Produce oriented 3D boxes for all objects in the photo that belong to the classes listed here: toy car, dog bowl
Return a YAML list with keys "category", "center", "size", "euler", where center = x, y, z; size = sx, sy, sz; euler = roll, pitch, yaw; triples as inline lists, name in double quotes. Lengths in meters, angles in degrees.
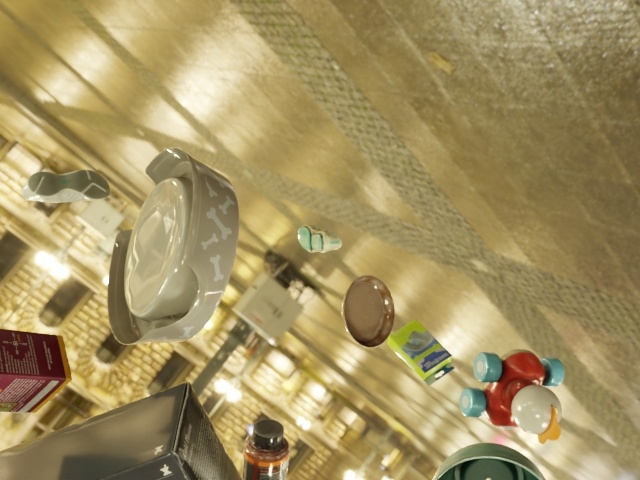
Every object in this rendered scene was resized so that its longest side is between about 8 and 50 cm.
- category: "toy car"
  center: [0.488, 0.399, 1.765]
  size: [0.219, 0.210, 0.238]
  euler: [8, -155, -18]
- category: "dog bowl"
  center: [-0.258, 0.018, 1.300]
  size: [0.102, 0.349, 0.349]
  euler: [16, -176, -33]

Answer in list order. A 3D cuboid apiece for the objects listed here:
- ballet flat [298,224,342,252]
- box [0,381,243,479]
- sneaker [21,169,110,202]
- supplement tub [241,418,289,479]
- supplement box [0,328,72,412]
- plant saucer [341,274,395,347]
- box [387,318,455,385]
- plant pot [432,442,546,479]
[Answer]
- category: "ballet flat"
  center: [0.000, 0.000, 1.544]
  size: [0.052, 0.057, 0.168]
  euler: [-2, -170, -18]
- category: "box"
  center: [-0.293, 0.433, 1.125]
  size: [0.179, 0.343, 0.312]
  euler: [-99, -12, -67]
- category: "sneaker"
  center: [-0.437, -0.091, 1.279]
  size: [0.152, 0.054, 0.061]
  euler: [0, 166, -44]
- category: "supplement tub"
  center: [-0.124, 0.505, 1.684]
  size: [0.106, 0.198, 0.106]
  euler: [6, -159, -2]
- category: "supplement box"
  center: [-0.466, 0.184, 1.053]
  size: [0.188, 0.104, 0.081]
  euler: [18, -141, -50]
- category: "plant saucer"
  center: [0.107, 0.165, 1.735]
  size: [0.029, 0.168, 0.168]
  euler: [-11, 134, 48]
- category: "box"
  center: [0.286, 0.315, 2.109]
  size: [0.178, 0.109, 0.042]
  euler: [45, 149, 31]
- category: "plant pot"
  center: [0.391, 0.590, 1.725]
  size: [0.293, 0.293, 0.196]
  euler: [38, -164, 2]
